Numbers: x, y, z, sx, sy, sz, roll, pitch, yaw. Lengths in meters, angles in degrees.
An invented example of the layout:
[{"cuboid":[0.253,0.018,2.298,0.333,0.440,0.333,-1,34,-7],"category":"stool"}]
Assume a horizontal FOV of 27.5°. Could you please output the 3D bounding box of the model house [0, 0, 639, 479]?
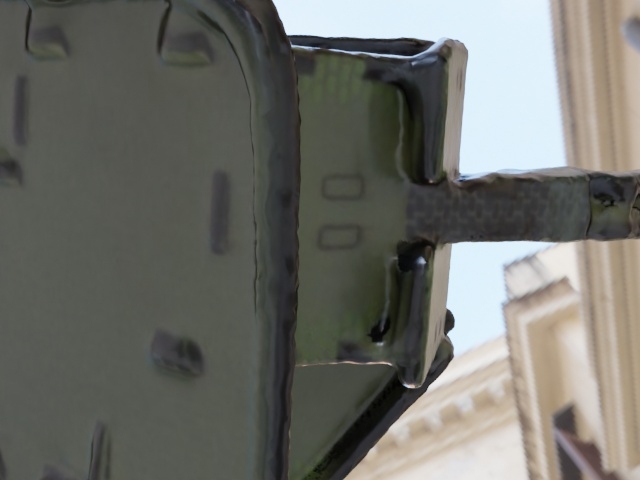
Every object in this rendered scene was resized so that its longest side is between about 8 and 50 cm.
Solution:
[{"cuboid":[0.000,0.000,0.526,0.279,0.218,0.205,-6,-77,-46],"category":"model house"}]
